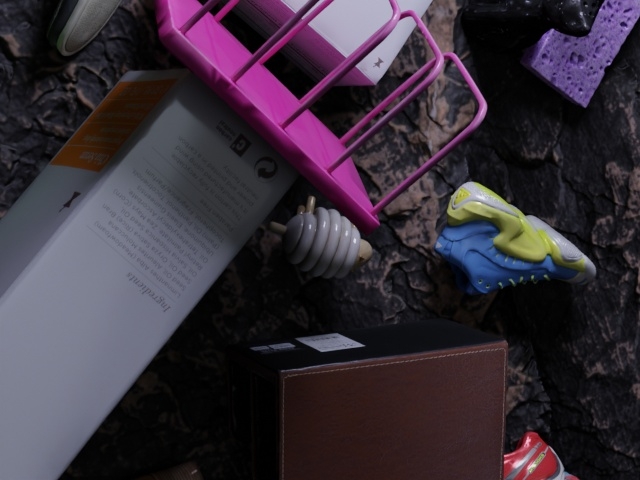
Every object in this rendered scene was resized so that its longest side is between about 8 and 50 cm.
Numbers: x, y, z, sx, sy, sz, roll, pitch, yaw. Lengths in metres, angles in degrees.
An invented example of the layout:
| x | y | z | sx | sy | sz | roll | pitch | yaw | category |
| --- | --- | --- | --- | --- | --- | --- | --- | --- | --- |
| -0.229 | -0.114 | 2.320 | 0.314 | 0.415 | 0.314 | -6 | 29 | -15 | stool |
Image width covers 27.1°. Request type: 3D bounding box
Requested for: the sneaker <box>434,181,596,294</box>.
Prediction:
| x | y | z | sx | sy | sz | roll | pitch | yaw | category |
| --- | --- | --- | --- | --- | --- | --- | --- | --- | --- |
| 0.238 | 0.023 | 1.690 | 0.240 | 0.091 | 0.126 | 30 | 100 | -27 | sneaker |

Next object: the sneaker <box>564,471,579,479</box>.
| x | y | z | sx | sy | sz | roll | pitch | yaw | category |
| --- | --- | --- | --- | --- | --- | --- | --- | --- | --- |
| 0.376 | 0.390 | 1.764 | 0.261 | 0.125 | 0.104 | 31 | 81 | -26 | sneaker |

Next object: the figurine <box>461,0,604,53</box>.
| x | y | z | sx | sy | sz | roll | pitch | yaw | category |
| --- | --- | --- | --- | --- | --- | --- | --- | --- | --- |
| 0.294 | -0.331 | 1.596 | 0.092 | 0.209 | 0.215 | 29 | 82 | -26 | figurine |

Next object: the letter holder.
| x | y | z | sx | sy | sz | roll | pitch | yaw | category |
| --- | --- | --- | --- | --- | --- | --- | --- | --- | --- |
| 0.056 | 0.224 | 1.573 | 0.301 | 0.152 | 0.215 | -5 | 100 | -26 | letter holder |

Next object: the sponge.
| x | y | z | sx | sy | sz | roll | pitch | yaw | category |
| --- | --- | --- | --- | --- | --- | --- | --- | --- | --- |
| 0.350 | -0.288 | 1.704 | 0.117 | 0.031 | 0.210 | 30 | 91 | -35 | sponge |

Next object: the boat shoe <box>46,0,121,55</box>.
| x | y | z | sx | sy | sz | roll | pitch | yaw | category |
| --- | --- | --- | --- | --- | --- | --- | --- | --- | --- |
| -0.239 | -0.309 | 1.418 | 0.079 | 0.084 | 0.233 | 25 | 91 | 11 | boat shoe |

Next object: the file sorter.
| x | y | z | sx | sy | sz | roll | pitch | yaw | category |
| --- | --- | --- | --- | --- | --- | --- | --- | --- | --- |
| 0.000 | -0.194 | 1.320 | 0.182 | 0.202 | 0.290 | -41 | 117 | 12 | file sorter |

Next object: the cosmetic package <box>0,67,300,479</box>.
| x | y | z | sx | sy | sz | roll | pitch | yaw | category |
| --- | --- | --- | --- | --- | --- | --- | --- | --- | --- |
| -0.249 | 0.040 | 1.355 | 0.161 | 0.230 | 0.453 | 43 | 76 | -23 | cosmetic package |

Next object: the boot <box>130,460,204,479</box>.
| x | y | z | sx | sy | sz | roll | pitch | yaw | category |
| --- | --- | --- | --- | --- | --- | --- | --- | --- | --- |
| -0.186 | 0.364 | 1.511 | 0.152 | 0.073 | 0.197 | -21 | 93 | -24 | boot |

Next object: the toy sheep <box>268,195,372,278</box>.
| x | y | z | sx | sy | sz | roll | pitch | yaw | category |
| --- | --- | --- | --- | --- | --- | --- | --- | --- | --- |
| 0.000 | 0.000 | 1.558 | 0.132 | 0.091 | 0.091 | 16 | 88 | -13 | toy sheep |

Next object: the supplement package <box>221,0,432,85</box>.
| x | y | z | sx | sy | sz | roll | pitch | yaw | category |
| --- | --- | --- | --- | --- | --- | --- | --- | --- | --- |
| -0.007 | -0.331 | 1.481 | 0.262 | 0.145 | 0.204 | 38 | 79 | -25 | supplement package |

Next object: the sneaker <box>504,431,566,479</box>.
| x | y | z | sx | sy | sz | roll | pitch | yaw | category |
| --- | --- | --- | --- | --- | --- | --- | --- | --- | --- |
| 0.173 | 0.325 | 1.681 | 0.279 | 0.107 | 0.118 | -20 | 69 | -12 | sneaker |
